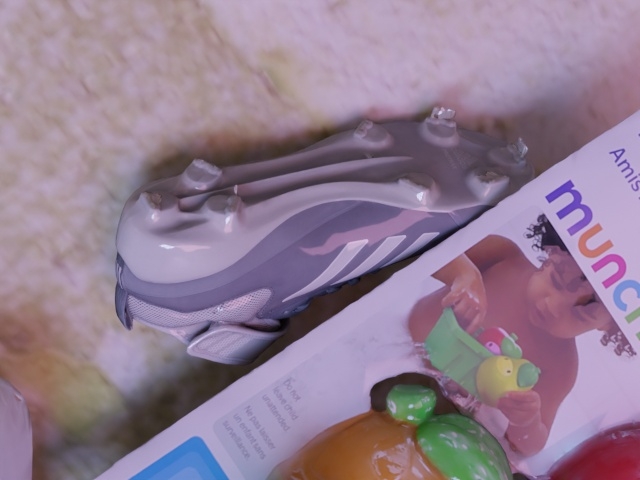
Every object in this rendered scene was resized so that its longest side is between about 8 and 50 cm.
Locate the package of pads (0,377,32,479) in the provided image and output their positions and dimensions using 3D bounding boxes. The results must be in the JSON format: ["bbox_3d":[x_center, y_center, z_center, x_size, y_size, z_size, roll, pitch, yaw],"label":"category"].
[{"bbox_3d":[-0.218,0.217,0.791,0.101,0.229,0.296,15,116,18],"label":"package of pads"}]

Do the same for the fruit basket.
[{"bbox_3d":[0.099,0.167,0.843,0.353,0.165,0.327,-33,97,4],"label":"fruit basket"}]

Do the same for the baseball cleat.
[{"bbox_3d":[0.000,0.000,0.872,0.206,0.072,0.109,-7,133,-18],"label":"baseball cleat"}]
